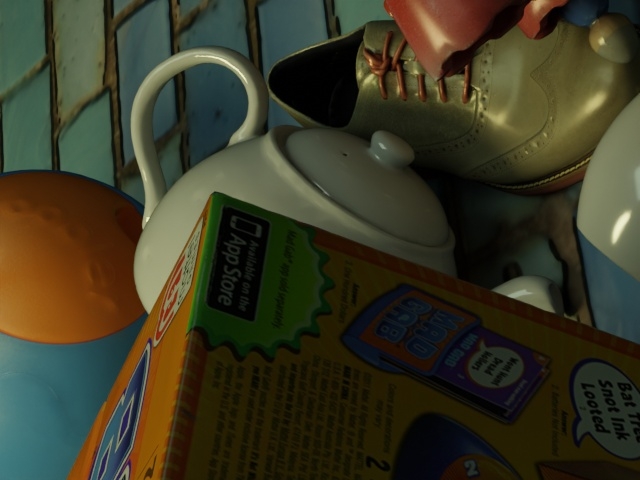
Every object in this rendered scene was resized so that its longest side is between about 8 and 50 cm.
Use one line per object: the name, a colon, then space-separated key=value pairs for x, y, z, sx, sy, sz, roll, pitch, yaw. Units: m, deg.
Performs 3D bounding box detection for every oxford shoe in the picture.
oxford shoe: x=0.093 y=-0.103 z=1.362 sx=0.348 sy=0.130 sz=0.123 roll=-7 pitch=71 yaw=52

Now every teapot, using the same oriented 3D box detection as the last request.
teapot: x=0.000 y=0.000 z=1.357 sx=0.187 sy=0.256 sz=0.252 roll=-59 pitch=33 yaw=18

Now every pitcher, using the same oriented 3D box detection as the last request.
pitcher: x=0.266 y=-0.049 z=1.134 sx=0.207 sy=0.125 sz=0.178 roll=-52 pitch=55 yaw=11

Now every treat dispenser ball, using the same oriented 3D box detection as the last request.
treat dispenser ball: x=-0.237 y=0.084 z=1.601 sx=0.288 sy=0.288 sz=0.288 roll=-24 pitch=59 yaw=47

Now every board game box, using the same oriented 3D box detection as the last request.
board game box: x=0.027 y=0.265 z=0.979 sx=0.356 sy=0.356 sz=0.356 roll=-82 pitch=16 yaw=-47

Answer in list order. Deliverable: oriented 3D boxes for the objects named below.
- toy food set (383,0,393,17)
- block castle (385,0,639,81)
toy food set: x=0.082 y=-0.254 z=1.391 sx=0.104 sy=0.111 sz=0.232 roll=-46 pitch=44 yaw=28
block castle: x=0.227 y=-0.282 z=1.061 sx=0.453 sy=0.303 sz=0.213 roll=-41 pitch=86 yaw=24
